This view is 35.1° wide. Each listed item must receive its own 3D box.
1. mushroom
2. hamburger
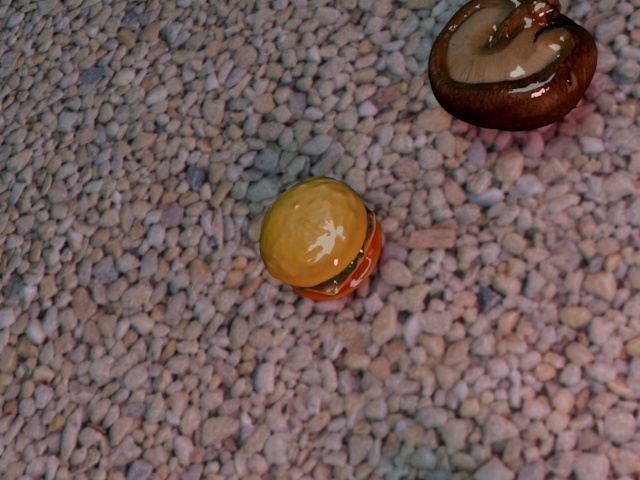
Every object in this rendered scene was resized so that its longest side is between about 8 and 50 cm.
[{"bbox_3d":[0.247,-0.221,1.301,0.194,0.138,0.231,-44,41,16],"label":"mushroom"},{"bbox_3d":[0.000,0.000,1.306,0.162,0.115,0.162,-14,57,22],"label":"hamburger"}]
